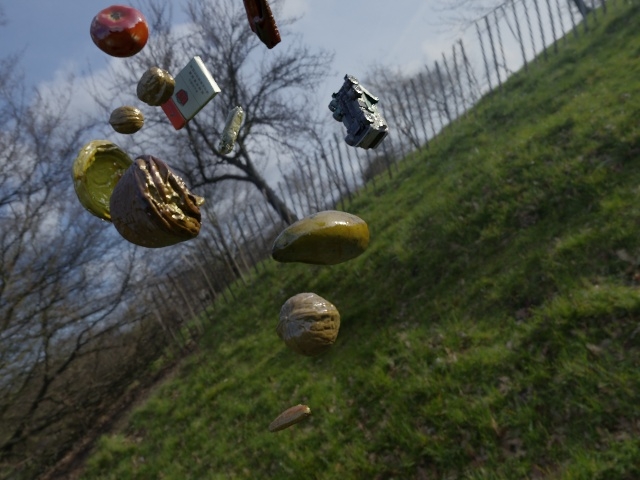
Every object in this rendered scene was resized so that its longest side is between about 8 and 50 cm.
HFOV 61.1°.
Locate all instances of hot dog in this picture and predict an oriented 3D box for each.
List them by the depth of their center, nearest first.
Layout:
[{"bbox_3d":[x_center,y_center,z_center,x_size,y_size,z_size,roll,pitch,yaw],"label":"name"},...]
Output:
[{"bbox_3d":[-0.343,-0.067,1.110,0.122,0.196,0.272,-41,12,-28],"label":"hot dog"}]

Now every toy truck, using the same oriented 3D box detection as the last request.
[{"bbox_3d":[0.114,-0.350,1.495,0.116,0.216,0.110,6,-40,-36],"label":"toy truck"}]

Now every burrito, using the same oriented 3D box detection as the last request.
[{"bbox_3d":[-0.293,-0.367,1.790,0.058,0.188,0.045,8,-24,11],"label":"burrito"}]

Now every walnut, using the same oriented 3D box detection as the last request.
[{"bbox_3d":[-0.390,-0.364,1.288,0.096,0.083,0.079,-43,-30,23],"label":"walnut"},{"bbox_3d":[-0.045,0.293,1.889,0.228,0.228,0.228,-27,-2,-1],"label":"walnut"},{"bbox_3d":[-0.698,-0.432,1.948,0.124,0.105,0.105,-3,-2,0],"label":"walnut"}]

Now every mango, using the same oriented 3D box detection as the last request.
[{"bbox_3d":[0.003,-0.008,1.639,0.329,0.177,0.175,6,15,-40],"label":"mango"}]

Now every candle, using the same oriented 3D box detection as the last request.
[{"bbox_3d":[-0.158,-0.586,1.283,0.059,0.084,0.302,-62,-23,-25],"label":"candle"}]

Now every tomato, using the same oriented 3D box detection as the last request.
[{"bbox_3d":[-0.677,-0.703,1.834,0.195,0.195,0.136,-27,-29,-20],"label":"tomato"}]

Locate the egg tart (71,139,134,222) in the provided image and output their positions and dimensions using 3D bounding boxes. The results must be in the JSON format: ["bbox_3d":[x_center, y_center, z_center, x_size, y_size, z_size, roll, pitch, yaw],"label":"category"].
[{"bbox_3d":[-0.708,-0.190,1.786,0.095,0.279,0.279,-7,9,32],"label":"egg tart"}]

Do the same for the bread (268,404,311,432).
[{"bbox_3d":[-0.102,0.562,1.708,0.135,0.054,0.154,-25,-17,-15],"label":"bread"}]

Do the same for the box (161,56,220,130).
[{"bbox_3d":[-0.452,-0.493,1.837,0.245,0.139,0.035,-28,5,36],"label":"box"}]

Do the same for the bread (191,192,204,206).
[{"bbox_3d":[-0.418,-0.120,1.701,0.110,0.025,0.110,-7,30,4],"label":"bread"}]
